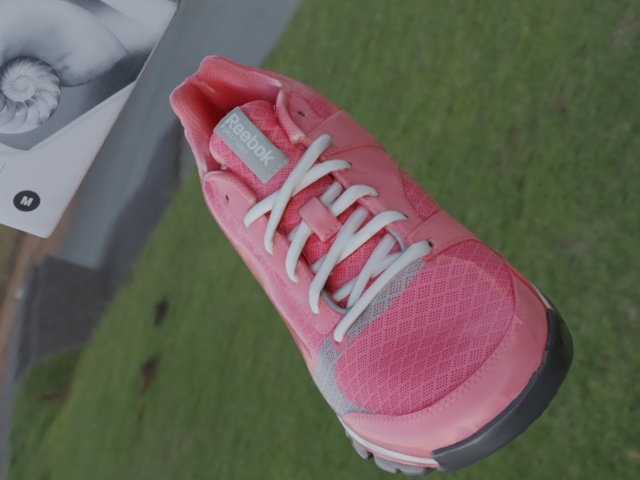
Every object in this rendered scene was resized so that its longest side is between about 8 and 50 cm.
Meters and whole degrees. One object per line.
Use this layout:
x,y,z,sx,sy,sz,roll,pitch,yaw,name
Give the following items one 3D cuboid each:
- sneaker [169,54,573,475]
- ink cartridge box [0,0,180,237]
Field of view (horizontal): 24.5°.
-0.001,0.000,0.717,0.116,0.136,0.314,-45,34,1,sneaker
-0.188,-0.124,0.717,0.224,0.223,0.045,-58,28,26,ink cartridge box
